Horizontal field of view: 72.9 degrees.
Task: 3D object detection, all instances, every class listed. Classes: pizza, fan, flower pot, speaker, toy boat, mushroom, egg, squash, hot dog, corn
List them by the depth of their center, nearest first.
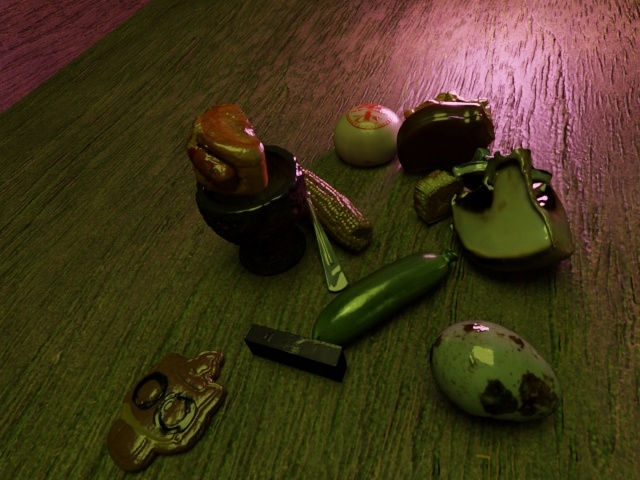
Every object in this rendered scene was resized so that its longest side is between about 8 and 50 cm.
[{"bbox_3d":[0.314,0.239,0.786,0.231,0.169,0.169,21,55,15],"label":"egg"},{"bbox_3d":[-0.054,0.239,0.932,0.218,0.082,0.044,10,51,23],"label":"speaker"},{"bbox_3d":[-0.221,-0.201,0.973,0.153,0.150,0.257,-15,46,-16],"label":"hot dog"},{"bbox_3d":[0.144,0.119,0.978,0.395,0.107,0.107,-28,48,-13],"label":"squash"},{"bbox_3d":[0.453,-0.051,1.047,0.217,0.212,0.292,-33,60,42],"label":"mushroom"},{"bbox_3d":[0.000,0.000,1.106,0.057,0.023,0.282,-20,71,-5],"label":"fan"},{"bbox_3d":[-0.154,-0.063,1.107,0.266,0.267,0.266,-6,46,6],"label":"flower pot"},{"bbox_3d":[0.487,-0.183,1.162,0.262,0.114,0.115,16,61,6],"label":"toy boat"},{"bbox_3d":[0.004,-0.096,1.206,0.120,0.120,0.363,-34,54,-18],"label":"corn"},{"bbox_3d":[0.444,-0.415,1.421,0.323,0.089,0.223,32,64,34],"label":"pizza"}]

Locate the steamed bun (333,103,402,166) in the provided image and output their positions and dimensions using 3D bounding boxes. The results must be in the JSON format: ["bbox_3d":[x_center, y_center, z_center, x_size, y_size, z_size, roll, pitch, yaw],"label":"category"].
[{"bbox_3d":[0.152,-0.352,1.386,0.232,0.145,0.232,-7,47,7],"label":"steamed bun"}]

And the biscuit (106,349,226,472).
[{"bbox_3d":[-0.319,0.345,0.922,0.208,0.041,0.290,25,58,30],"label":"biscuit"}]

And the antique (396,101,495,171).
[{"bbox_3d":[0.347,-0.298,1.245,0.278,0.223,0.129,-21,52,40],"label":"antique"}]

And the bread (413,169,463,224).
[{"bbox_3d":[0.312,-0.120,1.145,0.140,0.128,0.069,-26,48,-17],"label":"bread"}]
